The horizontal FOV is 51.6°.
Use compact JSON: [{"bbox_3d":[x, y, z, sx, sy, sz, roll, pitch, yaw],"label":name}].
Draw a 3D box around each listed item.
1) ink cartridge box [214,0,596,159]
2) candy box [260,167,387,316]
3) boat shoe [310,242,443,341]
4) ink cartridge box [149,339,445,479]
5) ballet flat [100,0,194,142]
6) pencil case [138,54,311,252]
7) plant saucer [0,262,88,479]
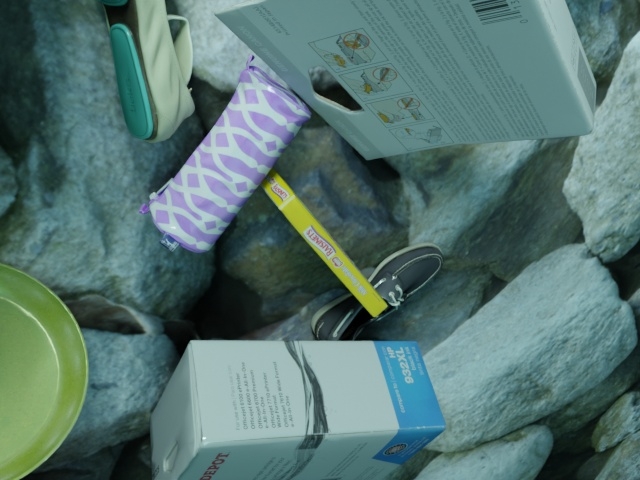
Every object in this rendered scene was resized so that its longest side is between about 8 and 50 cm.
[{"bbox_3d":[0.094,-0.179,0.625,0.296,0.261,0.066,34,61,-52],"label":"ink cartridge box"},{"bbox_3d":[0.000,0.000,0.769,0.027,0.105,0.206,-39,127,3],"label":"candy box"},{"bbox_3d":[0.086,0.081,0.879,0.206,0.065,0.075,-34,127,-1],"label":"boat shoe"},{"bbox_3d":[-0.039,0.231,0.834,0.307,0.129,0.223,5,141,-26],"label":"ink cartridge box"},{"bbox_3d":[-0.160,-0.212,0.599,0.086,0.086,0.248,-14,125,-15],"label":"ballet flat"},{"bbox_3d":[-0.099,-0.083,0.694,0.088,0.086,0.206,38,99,-7],"label":"pencil case"},{"bbox_3d":[-0.353,0.130,0.644,0.241,0.241,0.037,11,146,-28],"label":"plant saucer"}]
